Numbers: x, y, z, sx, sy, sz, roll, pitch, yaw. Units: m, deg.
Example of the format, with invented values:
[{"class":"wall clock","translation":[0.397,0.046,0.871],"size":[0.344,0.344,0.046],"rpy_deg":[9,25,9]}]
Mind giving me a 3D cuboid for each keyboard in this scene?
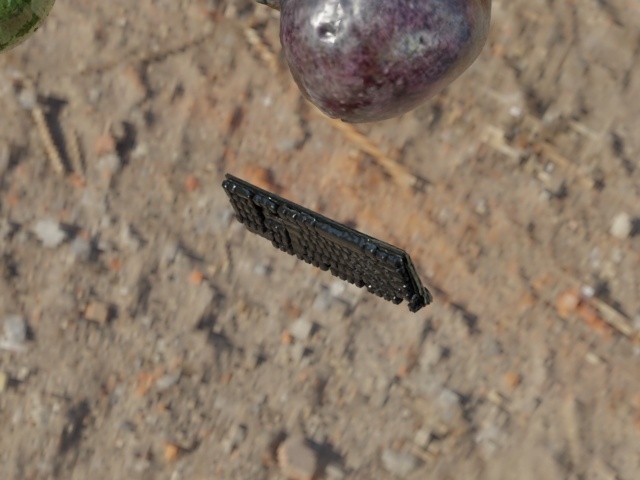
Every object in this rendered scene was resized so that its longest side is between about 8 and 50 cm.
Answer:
[{"class":"keyboard","translation":[-0.001,0.001,1.515],"size":[0.231,0.072,0.023],"rpy_deg":[25,64,41]}]

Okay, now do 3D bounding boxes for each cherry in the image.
[{"class":"cherry","translation":[0.054,-0.195,1.493],"size":[0.195,0.195,0.195],"rpy_deg":[10,50,-12]}]

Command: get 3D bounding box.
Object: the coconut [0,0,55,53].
[{"class":"coconut","translation":[-0.159,-0.121,0.779],"size":[0.088,0.096,0.088],"rpy_deg":[-5,66,12]}]
